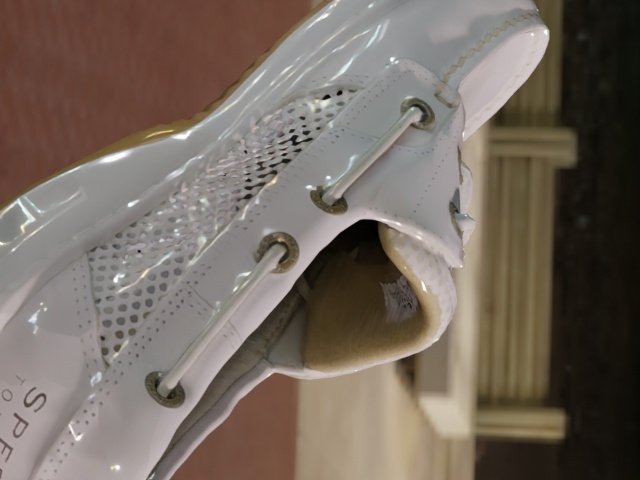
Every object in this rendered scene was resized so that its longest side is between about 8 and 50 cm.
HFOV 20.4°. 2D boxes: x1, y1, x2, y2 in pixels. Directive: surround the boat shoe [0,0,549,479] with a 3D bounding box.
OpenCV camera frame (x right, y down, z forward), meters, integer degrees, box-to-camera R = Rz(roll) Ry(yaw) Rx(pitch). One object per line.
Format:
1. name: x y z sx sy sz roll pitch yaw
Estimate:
1. boat shoe: 0.000 0.000 0.535 0.277 0.096 0.098 -38 160 -40
